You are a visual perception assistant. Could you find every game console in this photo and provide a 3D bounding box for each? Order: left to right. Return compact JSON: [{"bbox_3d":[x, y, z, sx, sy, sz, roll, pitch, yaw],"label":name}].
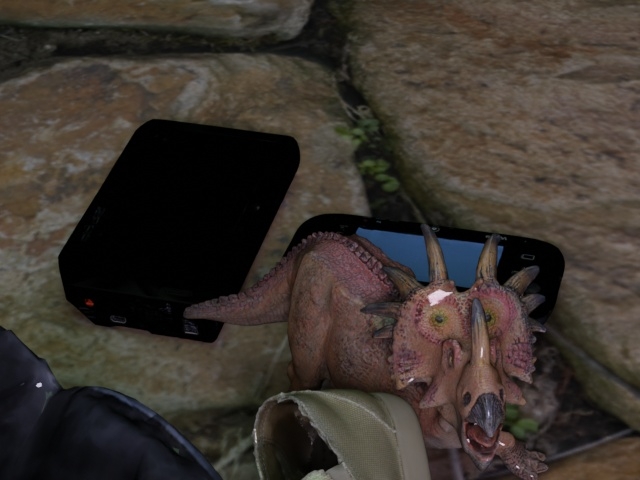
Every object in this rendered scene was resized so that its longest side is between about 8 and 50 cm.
[{"bbox_3d":[0.000,0.000,1.224,0.361,0.044,0.213,8,41,13],"label":"game console"}]

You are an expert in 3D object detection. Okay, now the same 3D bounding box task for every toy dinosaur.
[{"bbox_3d":[0.038,0.056,1.027,0.127,0.200,0.296,-32,47,-30],"label":"toy dinosaur"}]

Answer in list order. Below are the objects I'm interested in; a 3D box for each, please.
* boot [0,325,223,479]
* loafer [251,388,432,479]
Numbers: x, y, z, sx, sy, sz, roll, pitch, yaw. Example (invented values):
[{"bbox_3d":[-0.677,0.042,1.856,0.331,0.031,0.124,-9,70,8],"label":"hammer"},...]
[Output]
[{"bbox_3d":[-0.022,0.242,0.609,0.367,0.445,0.146,15,42,21],"label":"boot"},{"bbox_3d":[0.013,0.173,0.830,0.092,0.102,0.268,17,28,-20],"label":"loafer"}]
